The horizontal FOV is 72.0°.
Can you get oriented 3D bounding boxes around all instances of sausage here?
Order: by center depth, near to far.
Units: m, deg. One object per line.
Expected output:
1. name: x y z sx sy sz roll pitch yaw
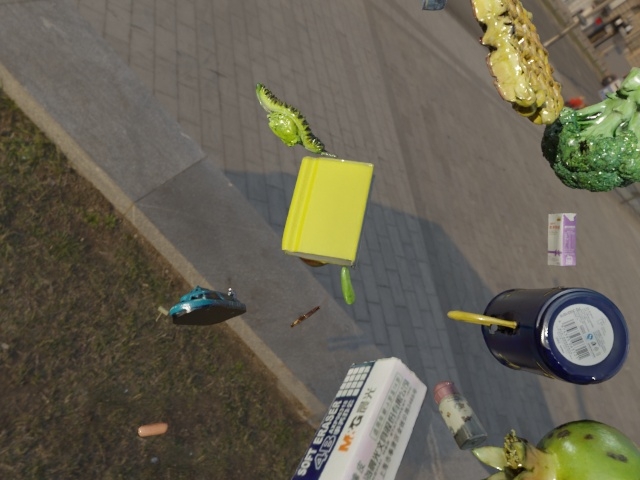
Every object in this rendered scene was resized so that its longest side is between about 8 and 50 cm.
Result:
1. sausage: -0.496 0.560 1.307 0.083 0.034 0.034 2 62 -25

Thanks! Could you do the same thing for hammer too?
1. hammer: -0.525 0.246 1.445 0.035 0.110 0.019 36 47 -10

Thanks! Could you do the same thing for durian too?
1. durian: -0.098 -0.398 1.512 0.375 0.132 0.106 46 29 0

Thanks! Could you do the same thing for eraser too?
1. eraser: 0.048 0.317 0.657 0.086 0.130 0.287 48 53 -15
2. eraser: 0.019 -0.063 0.916 0.069 0.157 0.226 57 44 -68

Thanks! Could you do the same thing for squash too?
1. squash: 0.060 0.102 0.988 0.027 0.027 0.089 -28 109 -51

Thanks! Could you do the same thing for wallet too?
1. wallet: -0.073 0.344 1.977 0.095 0.176 0.026 -29 81 -36

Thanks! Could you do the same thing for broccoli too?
1. broccoli: 0.623 -0.226 0.947 0.269 0.270 0.270 17 31 -10

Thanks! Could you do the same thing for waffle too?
1. waffle: 0.352 -0.347 0.798 0.283 0.065 0.310 43 45 -22

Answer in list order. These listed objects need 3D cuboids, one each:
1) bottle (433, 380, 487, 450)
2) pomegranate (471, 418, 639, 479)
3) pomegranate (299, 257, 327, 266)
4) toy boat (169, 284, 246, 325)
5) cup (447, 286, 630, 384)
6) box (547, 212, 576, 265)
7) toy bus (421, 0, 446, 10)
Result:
1. bottle: 0.490 0.618 1.584 0.110 0.110 0.233 21 29 -37
2. pomegranate: 0.297 0.294 0.521 0.220 0.156 0.156 10 56 -21
3. pomegranate: -0.006 0.005 1.086 0.130 0.130 0.130 26 49 -33
4. toy boat: -0.308 0.167 1.200 0.299 0.134 0.092 53 19 -74
5. cup: 0.403 0.189 0.854 0.256 0.254 0.179 79 -6 -81
6. box: 0.537 -0.002 0.980 0.036 0.050 0.117 0 93 -11
7. toy bus: 0.309 -0.690 1.150 0.075 0.064 0.191 11 74 7
